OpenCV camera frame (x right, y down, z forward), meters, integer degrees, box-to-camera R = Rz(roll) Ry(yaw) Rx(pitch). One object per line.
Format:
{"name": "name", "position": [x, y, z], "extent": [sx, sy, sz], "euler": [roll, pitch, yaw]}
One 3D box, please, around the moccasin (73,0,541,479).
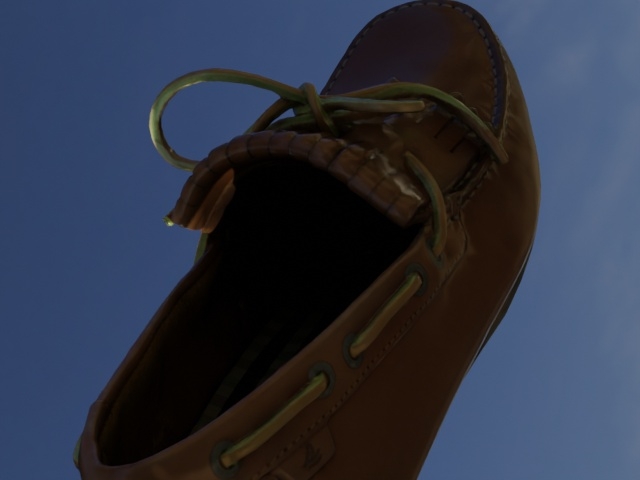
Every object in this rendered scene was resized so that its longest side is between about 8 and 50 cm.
{"name": "moccasin", "position": [-0.003, 0.000, 0.738], "extent": [0.380, 0.139, 0.147], "euler": [-57, -47, -43]}
